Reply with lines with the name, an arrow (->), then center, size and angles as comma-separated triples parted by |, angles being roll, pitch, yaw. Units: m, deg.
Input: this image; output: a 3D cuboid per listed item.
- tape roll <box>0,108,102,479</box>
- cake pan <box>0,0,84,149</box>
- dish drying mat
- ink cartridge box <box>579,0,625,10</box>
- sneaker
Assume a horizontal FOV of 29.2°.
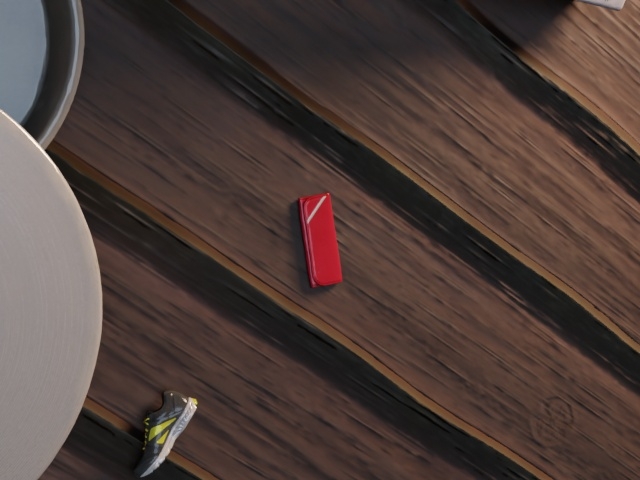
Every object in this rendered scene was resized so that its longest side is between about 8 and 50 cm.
tape roll -> -0.353, 0.057, 0.884 | 0.392, 0.072, 0.392 | -5, 101, -27
cake pan -> -0.332, -0.162, 0.947 | 0.293, 0.054, 0.293 | -2, 94, -23
dish drying mat -> 0.000, 0.000, 1.121 | 0.032, 0.008, 0.083 | -11, 98, -23
ink cartridge box -> 0.171, -0.312, 1.071 | 0.332, 0.065, 0.165 | 4, 116, -39
sneaker -> -0.142, 0.166, 1.064 | 0.035, 0.031, 0.083 | 35, 76, -7
